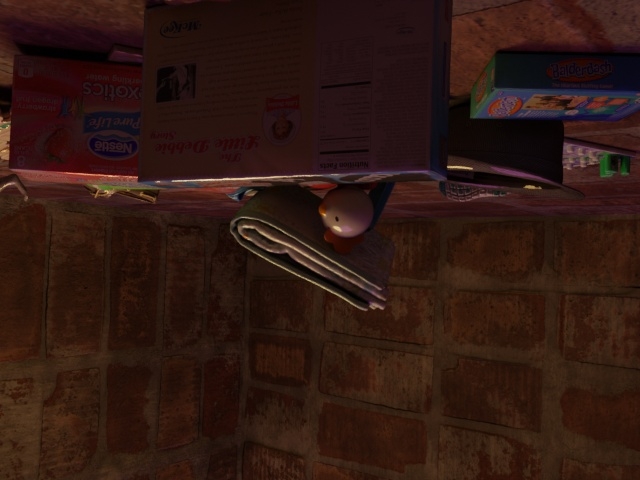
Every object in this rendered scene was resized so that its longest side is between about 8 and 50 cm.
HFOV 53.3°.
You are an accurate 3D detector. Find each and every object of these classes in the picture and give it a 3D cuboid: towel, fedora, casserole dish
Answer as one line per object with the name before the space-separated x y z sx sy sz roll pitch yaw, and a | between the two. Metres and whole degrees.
towel | 0.000 0.000 1.470 0.374 0.090 0.320 31 -159 -1
fedora | 0.295 -0.150 1.036 0.275 0.125 0.243 11 -179 35
casserole dish | 0.145 -0.115 1.556 0.036 0.189 0.114 23 172 13

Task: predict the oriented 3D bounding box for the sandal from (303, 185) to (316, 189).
sandal | 0.030 -0.177 1.809 0.179 0.040 0.067 -16 174 32

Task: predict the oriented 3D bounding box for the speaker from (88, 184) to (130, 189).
speaker | -0.339 -0.163 1.297 0.296 0.131 0.131 1 178 14

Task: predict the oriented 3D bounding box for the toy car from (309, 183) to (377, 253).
toy car | 0.037 -0.092 1.324 0.210 0.238 0.219 4 177 -33

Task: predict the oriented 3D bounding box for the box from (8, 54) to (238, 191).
box | -0.260 -0.152 0.896 0.299 0.154 0.142 2 178 -14

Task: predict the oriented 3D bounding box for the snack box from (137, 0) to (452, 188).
snack box | -0.037 -0.148 0.621 0.321 0.187 0.060 1 178 27

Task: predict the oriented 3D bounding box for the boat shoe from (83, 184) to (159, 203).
boat shoe | -0.592 -0.165 1.792 0.116 0.097 0.324 0 177 39

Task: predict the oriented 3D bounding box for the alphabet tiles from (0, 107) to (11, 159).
alphabet tiles | -0.553 -0.180 1.103 0.277 0.021 0.284 -19 179 6

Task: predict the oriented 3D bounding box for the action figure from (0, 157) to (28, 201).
action figure | -0.824 -0.168 1.369 0.330 0.179 0.341 -7 -136 -27

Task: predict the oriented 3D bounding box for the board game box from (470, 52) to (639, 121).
board game box | 0.315 -0.197 0.835 0.210 0.047 0.160 2 178 2

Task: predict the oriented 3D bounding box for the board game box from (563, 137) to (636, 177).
board game box | 0.410 -0.169 1.418 0.389 0.051 0.390 4 177 -30

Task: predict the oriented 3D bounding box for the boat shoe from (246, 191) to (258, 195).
boat shoe | -0.157 -0.161 1.889 0.070 0.078 0.219 4 -175 -28

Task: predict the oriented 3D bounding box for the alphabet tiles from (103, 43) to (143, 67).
alphabet tiles | -0.146 -0.228 0.941 0.342 0.011 0.285 3 178 -28

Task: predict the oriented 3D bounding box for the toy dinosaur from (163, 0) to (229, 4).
toy dinosaur | -0.114 -0.221 0.550 0.092 0.053 0.183 2 178 -44

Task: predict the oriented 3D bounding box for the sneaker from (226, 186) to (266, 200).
sneaker | -0.225 -0.153 1.423 0.239 0.126 0.091 1 177 9

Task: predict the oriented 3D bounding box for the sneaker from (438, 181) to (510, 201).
sneaker | 0.347 -0.117 1.406 0.166 0.065 0.076 3 -178 24
